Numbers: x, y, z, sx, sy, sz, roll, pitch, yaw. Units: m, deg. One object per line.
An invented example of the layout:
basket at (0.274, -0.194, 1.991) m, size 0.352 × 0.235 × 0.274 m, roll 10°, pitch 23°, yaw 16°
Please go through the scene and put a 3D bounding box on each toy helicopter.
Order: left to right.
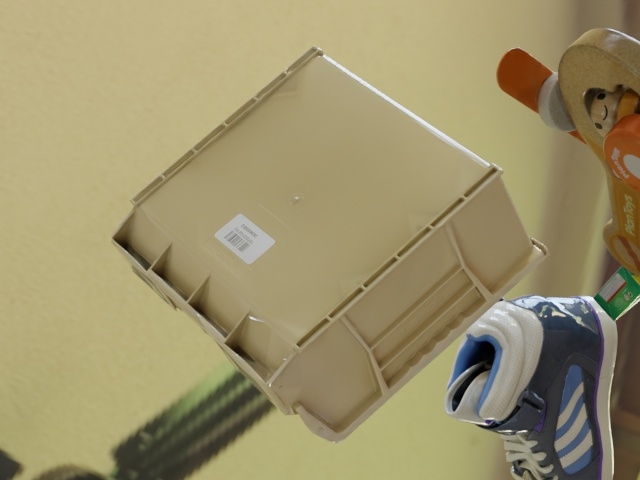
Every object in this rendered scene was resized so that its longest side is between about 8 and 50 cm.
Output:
toy helicopter at (0.303, -0.081, 1.645) m, size 0.140 × 0.235 × 0.355 m, roll -46°, pitch -32°, yaw -19°

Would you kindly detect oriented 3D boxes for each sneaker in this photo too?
sneaker at (0.231, 0.222, 1.939) m, size 0.236 × 0.130 × 0.322 m, roll -6°, pitch -73°, yaw -34°

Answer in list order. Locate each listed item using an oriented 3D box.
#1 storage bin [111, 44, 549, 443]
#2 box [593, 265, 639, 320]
storage bin at (0.000, 0.000, 1.378) m, size 0.260 × 0.262 × 0.123 m, roll -41°, pitch -42°, yaw -11°
box at (0.405, 0.012, 1.886) m, size 0.179 × 0.043 × 0.105 m, roll -35°, pitch -13°, yaw -23°
